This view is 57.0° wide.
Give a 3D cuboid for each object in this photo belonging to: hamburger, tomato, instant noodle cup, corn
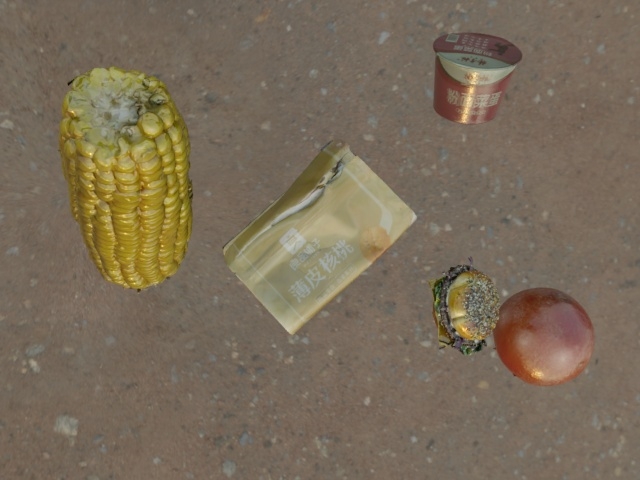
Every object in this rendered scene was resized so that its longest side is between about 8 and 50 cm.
[{"bbox_3d":[0.295,0.136,1.173,0.164,0.093,0.190,-23,103,-36],"label":"hamburger"},{"bbox_3d":[0.605,0.250,1.592,0.264,0.265,0.265,-2,95,-23],"label":"tomato"},{"bbox_3d":[0.409,-0.436,1.600,0.234,0.235,0.179,-17,134,-21],"label":"instant noodle cup"},{"bbox_3d":[-0.166,-0.032,0.527,0.115,0.318,0.115,4,70,-12],"label":"corn"}]

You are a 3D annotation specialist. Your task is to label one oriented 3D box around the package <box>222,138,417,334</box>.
[{"bbox_3d":[-0.018,-0.021,1.079,0.311,0.221,0.165,-42,132,-2],"label":"package"}]
